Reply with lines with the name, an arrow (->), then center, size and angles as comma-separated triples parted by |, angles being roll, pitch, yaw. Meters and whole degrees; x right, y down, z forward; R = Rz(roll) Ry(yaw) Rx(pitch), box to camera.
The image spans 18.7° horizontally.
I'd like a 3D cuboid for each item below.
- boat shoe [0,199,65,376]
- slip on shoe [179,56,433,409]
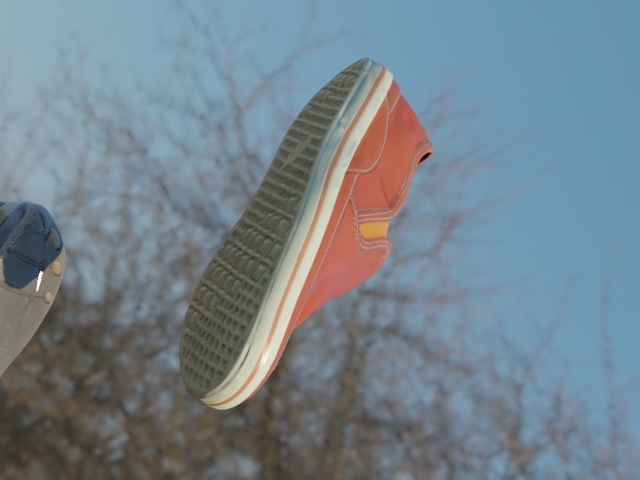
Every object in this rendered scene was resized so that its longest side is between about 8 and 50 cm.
boat shoe -> -0.303, 0.100, 1.355 | 0.116, 0.324, 0.123 | 21, -28, 21
slip on shoe -> 0.000, 0.000, 1.364 | 0.101, 0.331, 0.123 | 44, -48, -15
